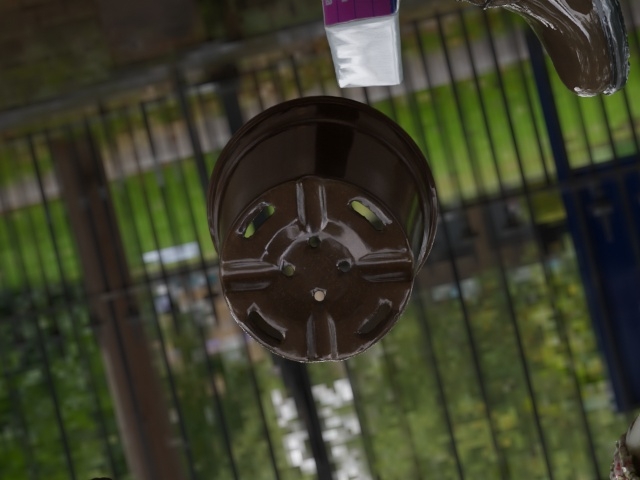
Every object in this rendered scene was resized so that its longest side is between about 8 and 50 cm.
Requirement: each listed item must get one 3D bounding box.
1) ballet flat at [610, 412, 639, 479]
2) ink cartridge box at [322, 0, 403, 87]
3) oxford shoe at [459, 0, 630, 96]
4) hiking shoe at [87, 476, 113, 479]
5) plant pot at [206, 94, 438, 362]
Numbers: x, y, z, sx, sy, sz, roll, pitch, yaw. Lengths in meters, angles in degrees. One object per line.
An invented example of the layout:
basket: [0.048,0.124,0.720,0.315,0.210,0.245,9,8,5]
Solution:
ballet flat: [0.207,0.125,1.046,0.091,0.077,0.241,-9,-172,2]
ink cartridge box: [0.019,-0.312,1.515,0.071,0.324,0.330,-6,172,3]
oxford shoe: [0.096,-0.161,1.077,0.096,0.227,0.083,-41,-158,-8]
hiking shoe: [-0.104,0.268,1.335,0.114,0.227,0.086,-51,158,-28]
plant pot: [0.000,0.000,1.274,0.167,0.167,0.165,-13,-165,5]
